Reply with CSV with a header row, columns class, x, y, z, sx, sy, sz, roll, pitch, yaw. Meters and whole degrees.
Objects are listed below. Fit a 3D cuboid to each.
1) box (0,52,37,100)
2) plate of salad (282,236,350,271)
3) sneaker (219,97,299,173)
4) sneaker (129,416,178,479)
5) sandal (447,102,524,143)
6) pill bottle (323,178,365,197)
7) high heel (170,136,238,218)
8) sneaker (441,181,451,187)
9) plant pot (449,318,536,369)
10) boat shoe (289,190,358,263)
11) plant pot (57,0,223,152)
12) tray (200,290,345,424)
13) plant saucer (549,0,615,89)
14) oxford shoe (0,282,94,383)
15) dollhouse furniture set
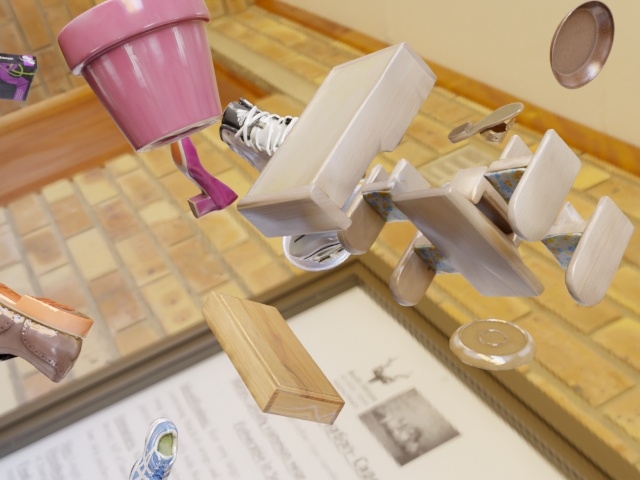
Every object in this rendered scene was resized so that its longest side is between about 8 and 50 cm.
class,x,y,z,sx,sy,sz,roll,pitch,yaw
box,-0.640,-0.317,1.733,0.116,0.162,0.029,-47,-130,50
plate of salad,0.000,0.000,2.305,0.200,0.200,0.048,54,-8,35
sneaker,-0.111,-0.211,1.950,0.257,0.169,0.447,33,-10,-2
sneaker,-0.370,0.501,1.999,0.081,0.080,0.211,-7,-111,63
sandal,0.458,-0.292,2.403,0.240,0.088,0.079,-19,-63,41
pill bottle,0.051,-0.143,2.227,0.117,0.118,0.208,111,-41,-69
high heel,-0.266,-0.171,2.068,0.082,0.117,0.244,28,-40,54
sneaker,0.396,-0.045,2.118,0.226,0.086,0.163,39,-1,44
plant pot,0.473,0.276,2.464,0.236,0.236,0.032,-137,-141,-54
boat shoe,0.044,-0.027,2.024,0.302,0.094,0.109,-28,-129,51
plant pot,-0.224,-0.224,1.206,0.180,0.201,0.201,68,-15,-4
tray,-0.121,0.272,2.150,0.076,0.203,0.411,-60,-142,15
plant saucer,0.570,-0.435,1.986,0.036,0.199,0.198,34,-33,46
oxford shoe,-0.569,0.130,1.512,0.364,0.132,0.130,19,-5,15
dollhouse furniture set,0.130,-0.022,1.201,0.394,0.256,0.362,44,-25,-25
